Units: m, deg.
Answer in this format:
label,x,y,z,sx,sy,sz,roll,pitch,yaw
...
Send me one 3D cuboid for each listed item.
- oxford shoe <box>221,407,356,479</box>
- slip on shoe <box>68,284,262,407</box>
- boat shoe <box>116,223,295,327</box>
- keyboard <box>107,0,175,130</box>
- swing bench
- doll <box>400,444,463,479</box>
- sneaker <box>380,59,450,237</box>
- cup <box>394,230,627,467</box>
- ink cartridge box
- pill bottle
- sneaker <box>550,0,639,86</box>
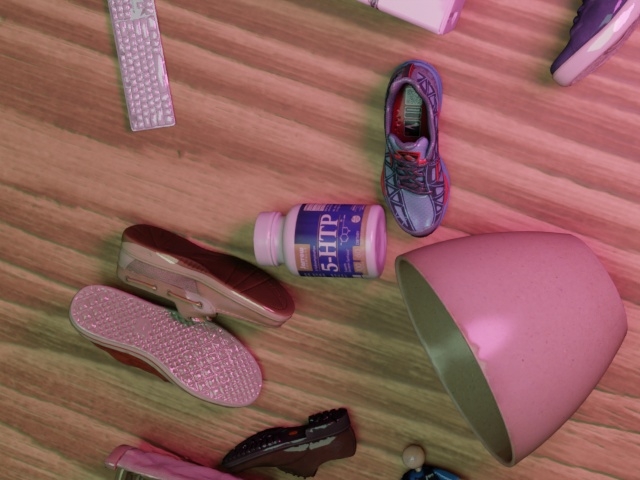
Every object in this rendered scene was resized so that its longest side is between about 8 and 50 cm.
label,x,y,z,sx,sy,sz,roll,pitch,yaw
oxford shoe,-0.050,0.346,1.900,0.227,0.083,0.096,-16,103,17
slip on shoe,-0.246,0.171,1.901,0.331,0.101,0.123,24,69,-4
boat shoe,-0.183,0.075,1.857,0.302,0.109,0.098,23,112,13
keyboard,-0.280,-0.299,1.837,0.072,0.014,0.256,-6,102,15
swing bench,-0.224,0.471,1.931,0.253,0.165,0.254,15,100,10
doll,0.180,0.409,1.877,0.129,0.046,0.189,-24,90,27
sneaker,0.125,-0.126,1.722,0.104,0.125,0.261,-3,102,15
cup,0.285,0.117,1.671,0.237,0.331,0.331,-27,96,-8
ink cartridge box,0.087,-0.377,1.647,0.237,0.172,0.100,24,107,7
pill bottle,0.000,0.000,1.790,0.187,0.112,0.112,1,103,13
sneaker,0.399,-0.377,1.607,0.148,0.131,0.350,39,103,9
